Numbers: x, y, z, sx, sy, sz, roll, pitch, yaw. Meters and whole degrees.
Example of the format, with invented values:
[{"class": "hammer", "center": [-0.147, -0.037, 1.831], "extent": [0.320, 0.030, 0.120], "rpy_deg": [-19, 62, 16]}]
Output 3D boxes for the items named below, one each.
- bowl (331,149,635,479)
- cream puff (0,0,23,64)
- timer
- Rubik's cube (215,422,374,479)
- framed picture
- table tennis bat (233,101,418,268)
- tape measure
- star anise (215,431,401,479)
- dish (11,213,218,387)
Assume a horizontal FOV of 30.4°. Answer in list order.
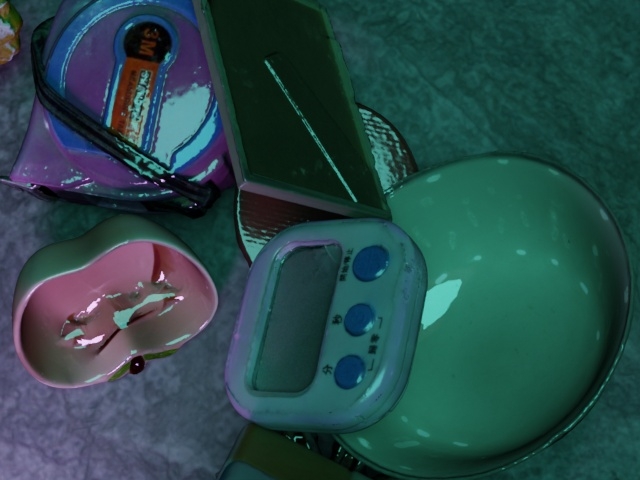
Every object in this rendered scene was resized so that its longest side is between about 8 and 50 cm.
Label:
[{"class": "bowl", "center": [0.162, 0.096, 1.151], "extent": [0.337, 0.157, 0.337], "rpy_deg": [-16, 55, 25]}, {"class": "cream puff", "center": [-0.386, -0.236, 1.218], "extent": [0.121, 0.156, 0.156], "rpy_deg": [-22, 84, -35]}, {"class": "timer", "center": [0.006, 0.080, 1.114], "extent": [0.190, 0.069, 0.209], "rpy_deg": [-3, 64, 34]}, {"class": "Rubik's cube", "center": [-0.009, 0.419, 1.004], "extent": [0.347, 0.344, 0.347], "rpy_deg": [28, 102, 2]}, {"class": "framed picture", "center": [-0.031, -0.152, 1.159], "extent": [0.019, 0.209, 0.281], "rpy_deg": [-34, 57, 34]}, {"class": "table tennis bat", "center": [0.000, 0.000, 1.244], "extent": [0.200, 0.038, 0.310], "rpy_deg": [13, 83, -3]}, {"class": "tape measure", "center": [-0.188, -0.142, 1.207], "extent": [0.245, 0.149, 0.232], "rpy_deg": [12, 80, 6]}, {"class": "star anise", "center": [0.019, 0.278, 1.191], "extent": [0.262, 0.081, 0.230], "rpy_deg": [26, 84, 1]}, {"class": "dish", "center": [-0.217, 0.049, 1.189], "extent": [0.213, 0.213, 0.090], "rpy_deg": [-26, 52, -4]}]
